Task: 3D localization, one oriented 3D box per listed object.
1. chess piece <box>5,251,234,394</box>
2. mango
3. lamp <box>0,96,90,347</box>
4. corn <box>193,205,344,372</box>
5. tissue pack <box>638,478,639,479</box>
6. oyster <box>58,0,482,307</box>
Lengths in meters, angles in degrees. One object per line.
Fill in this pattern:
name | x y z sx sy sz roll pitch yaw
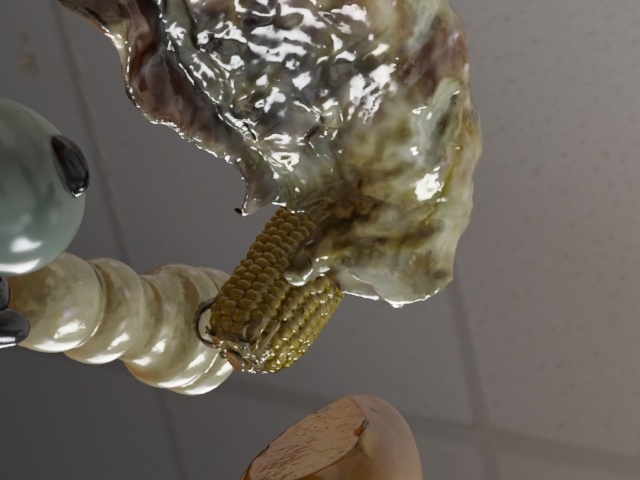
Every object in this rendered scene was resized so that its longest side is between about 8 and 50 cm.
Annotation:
chess piece | -0.245 0.083 1.999 0.167 0.300 0.167 -15 -112 41
mango | 0.016 0.256 1.605 0.160 0.290 0.191 -5 -66 25
lamp | -0.334 -0.022 1.663 0.198 0.198 0.243 33 -67 32
corn | 0.000 0.000 1.554 0.106 0.293 0.106 30 -26 16
tissue pack | 0.278 0.267 1.454 0.092 0.246 0.148 47 -20 20
oyster | -0.021 -0.121 0.714 0.100 0.271 0.275 -4 -101 44
